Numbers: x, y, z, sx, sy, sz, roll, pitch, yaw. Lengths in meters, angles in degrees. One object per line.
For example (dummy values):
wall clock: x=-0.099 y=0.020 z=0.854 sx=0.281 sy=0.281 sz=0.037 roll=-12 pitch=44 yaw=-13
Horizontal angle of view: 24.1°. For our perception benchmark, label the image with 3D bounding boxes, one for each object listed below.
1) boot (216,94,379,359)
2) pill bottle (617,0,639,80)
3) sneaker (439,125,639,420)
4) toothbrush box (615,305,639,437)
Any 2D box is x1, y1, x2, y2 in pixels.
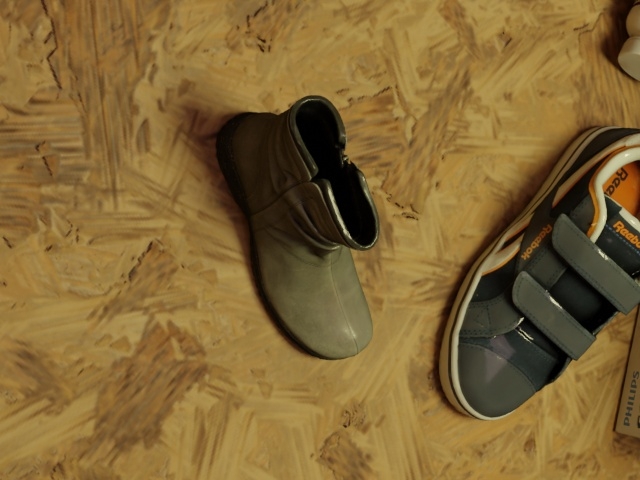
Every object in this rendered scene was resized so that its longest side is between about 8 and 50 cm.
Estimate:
boot: x=0.000 y=0.000 z=1.250 sx=0.083 sy=0.161 sz=0.246 roll=-30 pitch=105 yaw=-22
pill bottle: x=0.351 y=-0.227 z=1.455 sx=0.086 sy=0.086 sz=0.152 roll=34 pitch=78 yaw=-24
sneaker: x=0.231 y=0.028 z=1.390 sx=0.126 sy=0.127 sz=0.321 roll=37 pitch=78 yaw=-25
toothbrush box: x=0.425 y=0.110 z=1.400 sx=0.122 sy=0.283 sz=0.206 roll=13 pitch=87 yaw=-25
